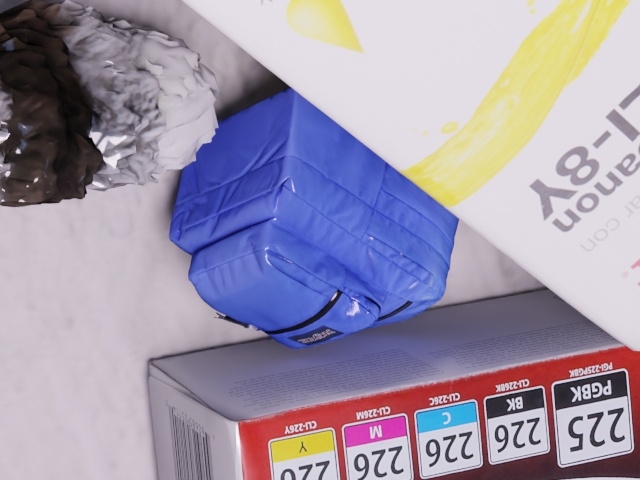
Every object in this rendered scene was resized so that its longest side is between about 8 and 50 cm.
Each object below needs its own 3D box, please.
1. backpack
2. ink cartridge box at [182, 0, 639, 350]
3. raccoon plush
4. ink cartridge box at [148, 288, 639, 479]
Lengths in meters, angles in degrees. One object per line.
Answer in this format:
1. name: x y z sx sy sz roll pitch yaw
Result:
1. backpack: 0.000 0.000 0.912 0.120 0.098 0.101 27 63 -34
2. ink cartridge box: 0.092 -0.169 0.813 0.279 0.160 0.385 -45 127 12
3. raccoon plush: -0.244 -0.159 0.747 0.446 0.216 0.299 -15 114 -49
4. ink cartridge box: 0.091 0.175 0.965 0.309 0.130 0.271 -10 103 -21
